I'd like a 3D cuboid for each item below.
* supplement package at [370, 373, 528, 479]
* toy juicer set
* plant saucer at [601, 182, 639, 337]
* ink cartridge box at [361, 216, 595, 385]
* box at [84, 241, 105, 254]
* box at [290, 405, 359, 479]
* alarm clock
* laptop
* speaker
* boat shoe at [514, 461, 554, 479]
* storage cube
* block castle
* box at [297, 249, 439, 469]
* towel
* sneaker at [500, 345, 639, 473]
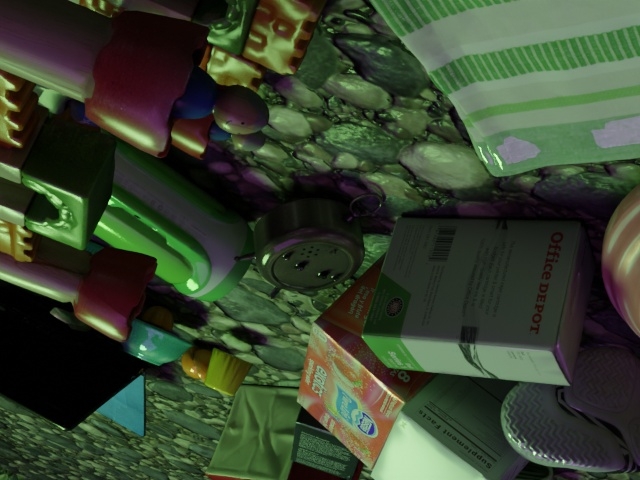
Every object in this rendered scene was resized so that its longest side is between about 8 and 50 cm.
[{"bbox_3d":[0.195,0.222,1.229,0.139,0.244,0.134,37,135,21],"label":"supplement package"},{"bbox_3d":[-0.281,0.147,1.645,0.329,0.089,0.209,25,172,-18],"label":"toy juicer set"},{"bbox_3d":[0.431,0.047,0.942,0.332,0.084,0.332,12,140,10],"label":"plant saucer"},{"bbox_3d":[0.176,0.063,1.108,0.219,0.160,0.092,3,149,30],"label":"ink cartridge box"},{"bbox_3d":[-0.445,0.007,1.511,0.244,0.060,0.100,23,152,-6],"label":"box"},{"bbox_3d":[0.030,0.261,1.566,0.108,0.153,0.207,17,151,6],"label":"box"},{"bbox_3d":[0.000,0.000,1.184,0.129,0.064,0.192,24,131,-37],"label":"alarm clock"},{"bbox_3d":[-0.513,0.237,1.712,0.382,0.408,0.236,25,110,9],"label":"laptop"},{"bbox_3d":[-0.219,-0.046,1.205,0.296,0.131,0.131,37,148,-29],"label":"speaker"},{"bbox_3d":[0.250,0.386,1.725,0.302,0.109,0.094,5,135,8],"label":"boat shoe"},{"bbox_3d":[-0.053,0.383,1.803,0.215,0.183,0.193,-2,144,37],"label":"storage cube"},{"bbox_3d":[-0.136,-0.125,0.822,0.213,0.303,0.453,21,153,-5],"label":"block castle"},{"bbox_3d":[0.078,0.167,1.327,0.154,0.142,0.300,41,156,14],"label":"box"},{"bbox_3d":[0.181,-0.166,0.828,0.248,0.038,0.325,-5,144,37],"label":"towel"},{"bbox_3d":[0.371,0.207,1.169,0.366,0.137,0.210,-8,157,-9],"label":"sneaker"}]
